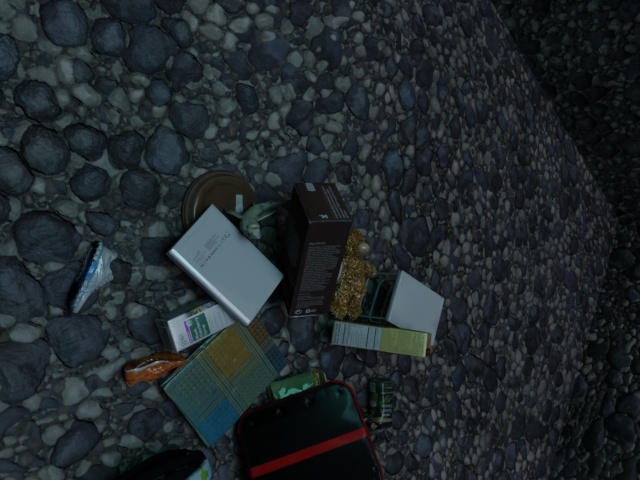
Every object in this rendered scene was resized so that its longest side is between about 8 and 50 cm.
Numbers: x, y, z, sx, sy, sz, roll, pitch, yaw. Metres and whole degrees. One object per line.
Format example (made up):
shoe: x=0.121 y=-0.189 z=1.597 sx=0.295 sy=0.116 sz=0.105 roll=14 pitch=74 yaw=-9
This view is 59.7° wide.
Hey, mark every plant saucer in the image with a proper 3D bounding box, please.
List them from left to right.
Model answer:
plant saucer: x=-0.291 y=-0.078 z=1.700 sx=0.277 sy=0.041 sz=0.278 roll=2 pitch=87 yaw=-41

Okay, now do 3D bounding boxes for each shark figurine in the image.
shark figurine: x=-0.185 y=-0.058 z=1.722 sx=0.278 sy=0.166 sz=0.116 roll=-40 pitch=141 yaw=-53

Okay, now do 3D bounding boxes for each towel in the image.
towel: x=-0.282 y=0.407 z=1.701 sx=0.370 sy=0.040 sz=0.272 roll=-44 pitch=117 yaw=-34

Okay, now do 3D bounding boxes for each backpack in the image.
backpack: x=-0.430 y=0.684 z=1.426 sx=0.355 sy=0.290 sz=0.273 roll=-44 pitch=110 yaw=-43

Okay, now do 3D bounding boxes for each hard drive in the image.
hard drive: x=-0.268 y=0.071 z=1.614 sx=0.307 sy=0.040 sz=0.203 roll=47 pitch=55 yaw=-17

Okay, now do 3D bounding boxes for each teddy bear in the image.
teddy bear: x=0.114 y=0.122 z=1.996 sx=0.245 sy=0.113 sz=0.338 roll=32 pitch=69 yaw=-38

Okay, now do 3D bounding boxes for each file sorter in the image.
file sorter: x=0.304 y=0.255 z=2.114 sx=0.277 sy=0.173 sz=0.193 roll=32 pitch=68 yaw=-36

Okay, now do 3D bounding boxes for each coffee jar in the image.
coffee jar: x=0.227 y=0.618 z=2.104 sx=0.096 sy=0.079 sz=0.185 roll=7 pitch=85 yaw=-40

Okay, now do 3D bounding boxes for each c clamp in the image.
c clamp: x=0.226 y=0.730 z=2.079 sx=0.161 sy=0.137 sz=0.022 roll=59 pitch=8 yaw=-50

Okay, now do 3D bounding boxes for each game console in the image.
game console: x=-0.038 y=0.637 z=1.705 sx=0.386 sy=0.060 sz=0.342 roll=-18 pitch=73 yaw=-7

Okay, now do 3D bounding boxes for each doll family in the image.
doll family: x=0.117 y=0.620 z=1.996 sx=0.076 sy=0.111 sz=0.193 roll=-40 pitch=133 yaw=3

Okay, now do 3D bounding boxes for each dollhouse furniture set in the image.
dollhouse furniture set: x=-0.032 y=0.583 z=1.784 sx=0.197 sy=0.151 sz=0.302 roll=-12 pitch=90 yaw=-24

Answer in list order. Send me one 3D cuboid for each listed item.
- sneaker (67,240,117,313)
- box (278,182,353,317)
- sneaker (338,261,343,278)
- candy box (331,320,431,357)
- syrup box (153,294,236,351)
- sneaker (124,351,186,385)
sneaker: x=-0.579 y=0.103 z=1.432 sx=0.083 sy=0.071 sz=0.191 roll=35 pitch=68 yaw=-41
box: x=-0.027 y=0.032 z=1.689 sx=0.143 sy=0.191 sz=0.382 roll=-3 pitch=131 yaw=-17
sneaker: x=0.000 y=0.000 z=1.863 sx=0.153 sy=0.099 sz=0.282 roll=29 pitch=54 yaw=-64
candy box: x=0.213 y=0.336 z=1.912 sx=0.183 sy=0.316 sz=0.088 roll=33 pitch=63 yaw=-71
syrup box: x=-0.346 y=0.226 z=1.609 sx=0.236 sy=0.096 sz=0.093 roll=-24 pitch=103 yaw=-39
sneaker: x=-0.458 y=0.354 z=1.545 sx=0.175 sy=0.064 sz=0.068 roll=-8 pitch=113 yaw=-35
